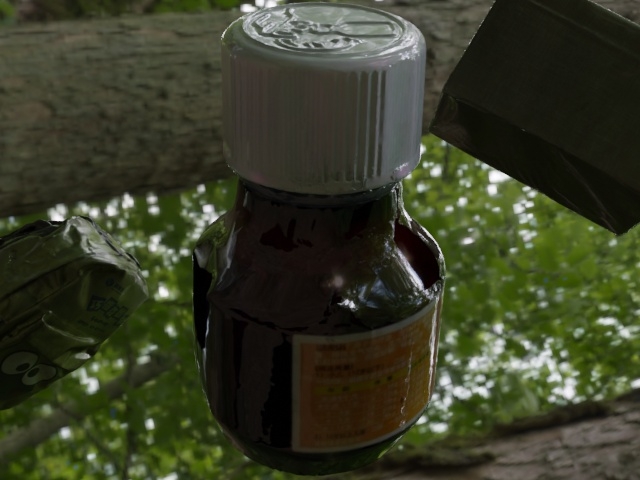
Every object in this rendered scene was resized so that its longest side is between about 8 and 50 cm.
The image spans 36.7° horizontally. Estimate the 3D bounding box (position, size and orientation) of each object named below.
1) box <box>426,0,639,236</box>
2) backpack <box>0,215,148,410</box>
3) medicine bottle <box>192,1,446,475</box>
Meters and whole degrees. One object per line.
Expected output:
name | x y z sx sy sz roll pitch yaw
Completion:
box | 0.246 -0.134 0.948 0.231 0.155 0.149 28 -9 5
backpack | -0.325 0.076 1.092 0.140 0.253 0.207 56 -1 23
medicine bottle | 0.000 0.000 0.861 0.242 0.243 0.394 42 -39 42
